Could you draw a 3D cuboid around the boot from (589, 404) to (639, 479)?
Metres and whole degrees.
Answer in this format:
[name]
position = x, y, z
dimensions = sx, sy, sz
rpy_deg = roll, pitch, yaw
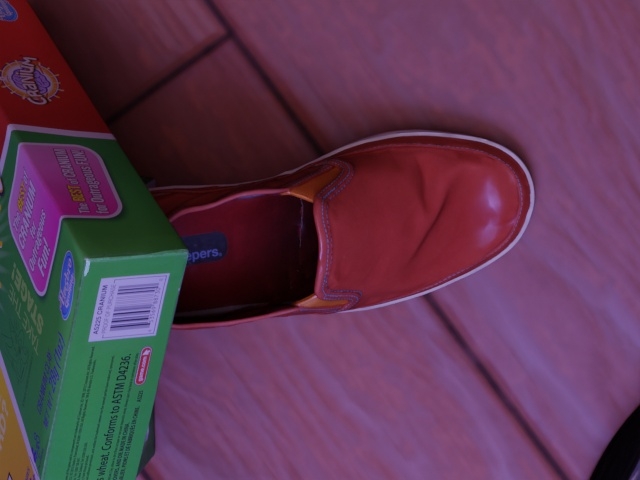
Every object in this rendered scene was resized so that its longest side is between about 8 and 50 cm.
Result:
[boot]
position = 0.313, 0.256, 1.311
dimensions = 0.280, 0.096, 0.264
rpy_deg = 21, 78, -5

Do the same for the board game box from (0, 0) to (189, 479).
[board game box]
position = -0.191, 0.016, 1.201
dimensions = 0.064, 0.316, 0.242
rpy_deg = -4, 126, -28

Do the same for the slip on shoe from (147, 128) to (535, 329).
[slip on shoe]
position = 0.000, 0.000, 1.257
dimensions = 0.331, 0.101, 0.123
rpy_deg = -9, 104, -21

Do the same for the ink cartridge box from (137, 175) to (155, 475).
[ink cartridge box]
position = -0.156, 0.064, 1.327
dimensions = 0.062, 0.109, 0.209
rpy_deg = 2, 100, 6
